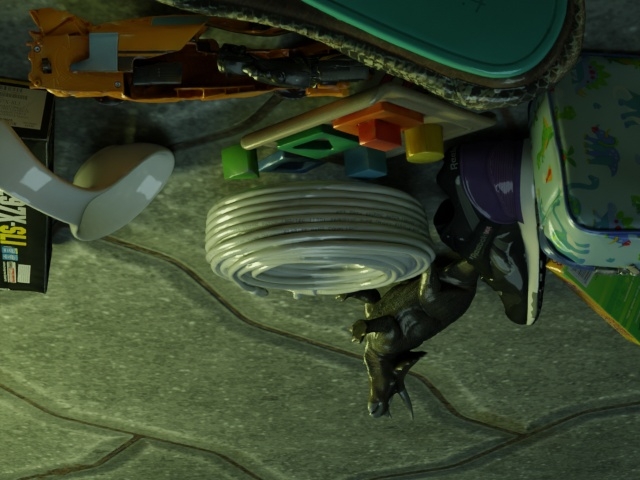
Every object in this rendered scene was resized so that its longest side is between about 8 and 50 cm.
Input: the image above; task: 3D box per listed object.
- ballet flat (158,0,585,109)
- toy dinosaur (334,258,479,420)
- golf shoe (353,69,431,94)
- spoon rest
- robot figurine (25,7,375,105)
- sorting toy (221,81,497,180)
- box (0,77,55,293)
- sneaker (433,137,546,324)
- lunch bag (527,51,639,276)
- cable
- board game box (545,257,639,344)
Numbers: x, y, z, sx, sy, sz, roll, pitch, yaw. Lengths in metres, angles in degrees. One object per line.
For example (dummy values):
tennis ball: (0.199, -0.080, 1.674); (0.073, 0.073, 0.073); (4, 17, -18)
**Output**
ballet flat: (-0.045, -0.222, 0.720); (0.483, 0.164, 0.182); (26, -179, 0)
toy dinosaur: (0.127, 0.082, 1.305); (0.160, 0.121, 0.313); (27, 107, -40)
golf shoe: (0.100, -0.182, 0.930); (0.186, 0.067, 0.086); (-17, 105, 41)
spoon rest: (-0.235, -0.054, 1.009); (0.137, 0.084, 0.276); (-46, 163, 12)
robot figurine: (-0.097, -0.163, 0.867); (0.291, 0.085, 0.211); (-3, -170, -7)
sorting toy: (0.051, -0.096, 0.965); (0.348, 0.047, 0.196); (-15, 168, 41)
box: (-0.427, -0.059, 1.094); (0.257, 0.079, 0.322); (5, 147, -12)
sneaker: (0.199, -0.011, 1.159); (0.124, 0.107, 0.283); (2, 137, 16)
lunch bag: (0.294, -0.073, 0.943); (0.176, 0.218, 0.090); (1, 148, -4)
cable: (0.000, 0.000, 1.111); (0.257, 0.089, 0.257); (-6, 167, 20)
board game box: (0.372, 0.035, 1.213); (0.259, 0.124, 0.039); (35, 173, -40)
